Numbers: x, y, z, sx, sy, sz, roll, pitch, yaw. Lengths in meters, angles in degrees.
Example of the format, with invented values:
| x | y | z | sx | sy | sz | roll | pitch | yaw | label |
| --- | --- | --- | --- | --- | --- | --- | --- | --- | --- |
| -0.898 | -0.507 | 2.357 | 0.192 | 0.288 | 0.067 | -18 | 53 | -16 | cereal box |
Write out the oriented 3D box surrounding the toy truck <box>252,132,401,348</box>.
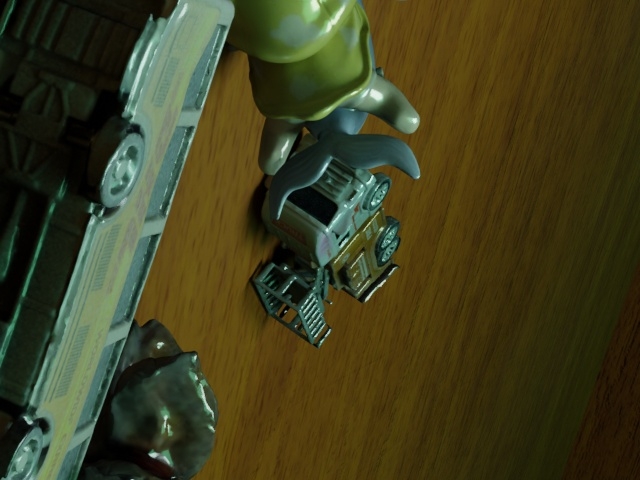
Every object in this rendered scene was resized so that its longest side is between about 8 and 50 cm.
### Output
| x | y | z | sx | sy | sz | roll | pitch | yaw | label |
| --- | --- | --- | --- | --- | --- | --- | --- | --- | --- |
| -0.001 | -0.001 | 1.200 | 0.115 | 0.080 | 0.177 | -50 | 159 | -15 | toy truck |

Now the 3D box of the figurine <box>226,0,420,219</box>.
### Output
| x | y | z | sx | sy | sz | roll | pitch | yaw | label |
| --- | --- | --- | --- | --- | --- | --- | --- | --- | --- |
| -0.009 | -0.124 | 0.912 | 0.184 | 0.128 | 0.208 | 34 | 40 | -71 | figurine |

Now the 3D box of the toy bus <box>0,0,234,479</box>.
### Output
| x | y | z | sx | sy | sz | roll | pitch | yaw | label |
| --- | --- | --- | --- | --- | --- | --- | --- | --- | --- |
| -0.150 | 0.015 | 0.789 | 0.138 | 0.097 | 0.342 | -20 | 131 | -74 | toy bus |

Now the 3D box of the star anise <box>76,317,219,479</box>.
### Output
| x | y | z | sx | sy | sz | roll | pitch | yaw | label |
| --- | --- | --- | --- | --- | --- | --- | --- | --- | --- |
| -0.137 | 0.163 | 0.940 | 0.236 | 0.093 | 0.229 | -46 | -154 | 32 | star anise |
